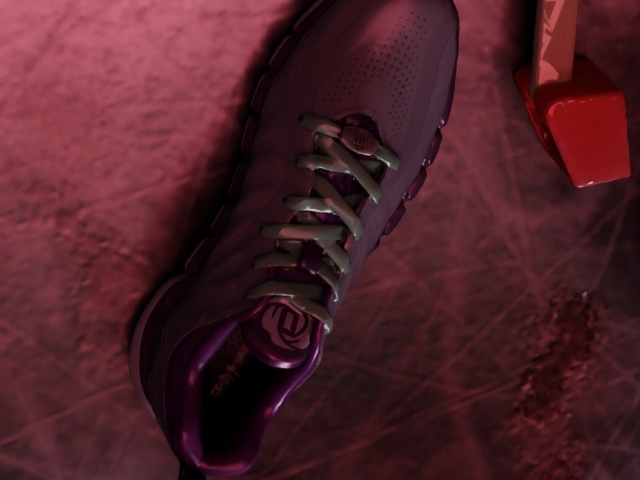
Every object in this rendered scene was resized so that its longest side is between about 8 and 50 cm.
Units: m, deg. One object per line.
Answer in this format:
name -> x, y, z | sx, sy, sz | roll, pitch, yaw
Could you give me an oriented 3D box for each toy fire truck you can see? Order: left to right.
toy fire truck -> 0.139, -0.128, 0.751 | 0.135, 0.047, 0.192 | -15, 116, -4

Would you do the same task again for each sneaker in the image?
sneaker -> 0.000, 0.000, 0.750 | 0.083, 0.098, 0.223 | 21, 108, -21
